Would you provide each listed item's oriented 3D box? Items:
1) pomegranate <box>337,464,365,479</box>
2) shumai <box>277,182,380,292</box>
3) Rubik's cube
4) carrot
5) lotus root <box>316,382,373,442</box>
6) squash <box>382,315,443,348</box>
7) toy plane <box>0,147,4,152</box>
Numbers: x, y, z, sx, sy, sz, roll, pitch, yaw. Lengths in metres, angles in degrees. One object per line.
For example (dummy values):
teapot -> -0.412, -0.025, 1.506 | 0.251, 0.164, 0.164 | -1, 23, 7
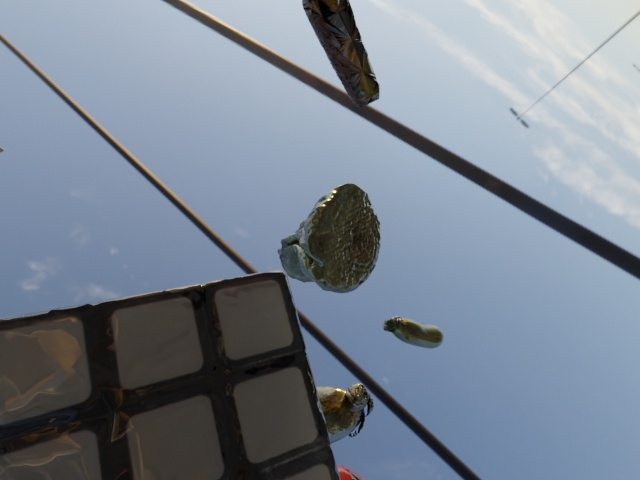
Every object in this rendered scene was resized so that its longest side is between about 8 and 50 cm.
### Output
pomegranate -> 0.031, 0.664, 0.988 | 0.210, 0.210, 0.235 | 0, -124, -33
shumai -> 0.000, 0.000, 1.202 | 0.309, 0.263, 0.304 | 5, -99, -48
Rubik's cube -> -0.183, 0.236, 0.489 | 0.303, 0.305, 0.301 | -9, -106, -26
carrot -> 0.035, -0.299, 0.629 | 0.229, 0.069, 0.069 | 51, -148, -48
lotus root -> 0.011, 0.255, 0.604 | 0.088, 0.165, 0.088 | 38, -145, -33
squash -> 0.190, 0.182, 0.816 | 0.183, 0.052, 0.052 | 26, -134, -42
toy plane -> -0.412, -0.113, 0.326 | 0.251, 0.255, 0.101 | -42, -121, -7
